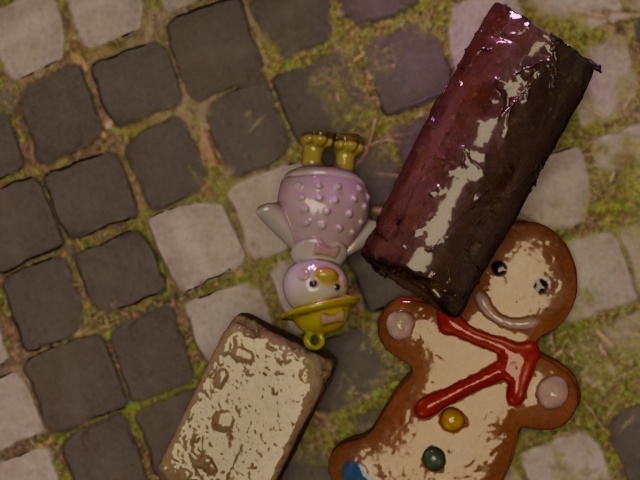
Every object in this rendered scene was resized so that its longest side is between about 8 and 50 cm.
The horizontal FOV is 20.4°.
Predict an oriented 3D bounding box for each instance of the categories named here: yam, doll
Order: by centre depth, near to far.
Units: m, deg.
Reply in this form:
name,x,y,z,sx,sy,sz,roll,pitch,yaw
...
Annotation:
name,x,y,z,sx,sy,sz,roll,pitch,yaw
yam,0.143,-0.076,1.615,0.131,0.131,0.279,29,87,6
doll,0.000,0.000,1.659,0.129,0.081,0.207,9,78,-21

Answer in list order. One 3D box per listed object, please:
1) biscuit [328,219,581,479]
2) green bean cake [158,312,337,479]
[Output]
name,x,y,z,sx,sy,sz,roll,pitch,yaw
biscuit,0.139,0.131,1.676,0.205,0.049,0.324,30,93,7
green bean cake,-0.069,0.168,1.682,0.109,0.085,0.179,28,95,6
